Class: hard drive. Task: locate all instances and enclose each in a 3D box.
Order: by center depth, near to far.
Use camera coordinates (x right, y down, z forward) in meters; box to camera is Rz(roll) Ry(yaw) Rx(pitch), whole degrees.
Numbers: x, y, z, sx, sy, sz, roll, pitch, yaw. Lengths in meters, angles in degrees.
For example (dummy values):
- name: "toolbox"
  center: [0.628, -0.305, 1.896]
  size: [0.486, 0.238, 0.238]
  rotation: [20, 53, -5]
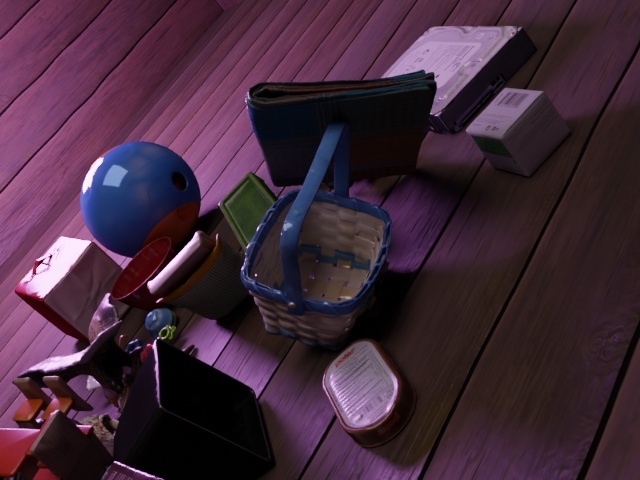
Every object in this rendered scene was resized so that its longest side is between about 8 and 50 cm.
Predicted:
- name: "hard drive"
  center: [0.239, -0.328, 1.598]
  size: [0.237, 0.064, 0.339]
  rotation: [-46, 27, -5]

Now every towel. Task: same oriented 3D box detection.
- name: "towel"
  center: [0.034, -0.168, 1.285]
  size: [0.272, 0.370, 0.040]
  rotation: [-5, 76, 2]

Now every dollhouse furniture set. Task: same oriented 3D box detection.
- name: "dollhouse furniture set"
  center: [-0.447, 0.318, 1.199]
  size: [0.259, 0.135, 0.262]
  rotation: [-8, 39, 33]
- name: "dollhouse furniture set"
  center: [-0.136, 0.058, 1.443]
  size: [0.301, 0.197, 0.151]
  rotation: [-45, 50, 10]

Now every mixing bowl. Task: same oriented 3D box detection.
- name: "mixing bowl"
  center: [-0.368, 0.091, 1.793]
  size: [0.181, 0.098, 0.181]
  rotation: [-33, 27, 19]

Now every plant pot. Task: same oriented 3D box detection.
- name: "plant pot"
  center: [-0.207, 0.290, 1.180]
  size: [0.167, 0.188, 0.187]
  rotation: [-51, 24, 10]

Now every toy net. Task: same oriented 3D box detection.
- name: "toy net"
  center: [-0.385, 0.242, 1.662]
  size: [0.232, 0.045, 0.122]
  rotation: [-45, 46, 3]

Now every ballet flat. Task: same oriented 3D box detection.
- name: "ballet flat"
  center: [-0.371, 0.358, 1.420]
  size: [0.077, 0.091, 0.241]
  rotation: [-27, 22, -25]

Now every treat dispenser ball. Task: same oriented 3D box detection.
- name: "treat dispenser ball"
  center: [-0.438, -0.098, 1.962]
  size: [0.288, 0.288, 0.288]
  rotation: [-33, 27, 20]

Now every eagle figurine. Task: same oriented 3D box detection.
- name: "eagle figurine"
  center: [-0.436, 0.229, 1.550]
  size: [0.298, 0.226, 0.225]
  rotation: [19, 97, 34]

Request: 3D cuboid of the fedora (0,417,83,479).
- name: "fedora"
  center: [-0.478, 0.457, 1.309]
  size: [0.334, 0.152, 0.334]
  rotation: [-23, 34, 16]

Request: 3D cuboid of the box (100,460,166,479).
- name: "box"
  center: [-0.188, 0.395, 0.950]
  size: [0.167, 0.203, 0.168]
  rotation: [-7, 44, 52]

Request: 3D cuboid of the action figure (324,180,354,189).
- name: "action figure"
  center: [0.022, -0.175, 1.592]
  size: [0.164, 0.141, 0.276]
  rotation: [-52, 24, -21]

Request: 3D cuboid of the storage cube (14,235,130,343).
- name: "storage cube"
  center: [-0.580, 0.120, 1.931]
  size: [0.193, 0.215, 0.183]
  rotation: [6, 54, 51]

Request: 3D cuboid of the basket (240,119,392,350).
- name: "basket"
  center: [0.000, 0.000, 1.187]
  size: [0.201, 0.289, 0.254]
  rotation: [10, 50, 17]

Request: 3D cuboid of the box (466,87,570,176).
- name: "box"
  center: [0.302, -0.168, 1.233]
  size: [0.102, 0.087, 0.101]
  rotation: [-47, 26, -6]

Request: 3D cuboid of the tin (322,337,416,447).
- name: "tin"
  center: [0.062, 0.200, 1.083]
  size: [0.106, 0.040, 0.189]
  rotation: [-38, 26, 1]
